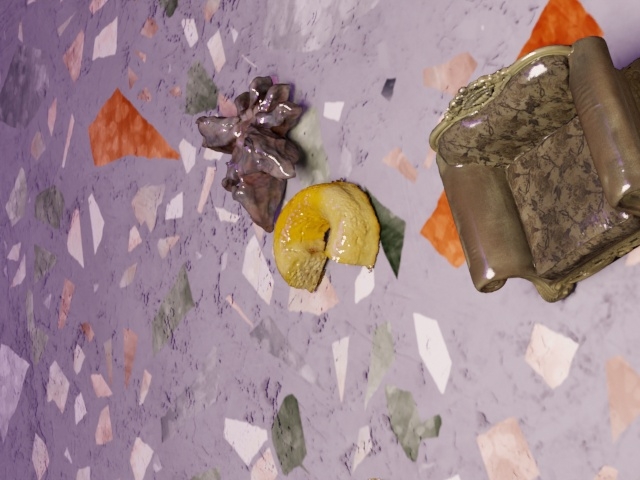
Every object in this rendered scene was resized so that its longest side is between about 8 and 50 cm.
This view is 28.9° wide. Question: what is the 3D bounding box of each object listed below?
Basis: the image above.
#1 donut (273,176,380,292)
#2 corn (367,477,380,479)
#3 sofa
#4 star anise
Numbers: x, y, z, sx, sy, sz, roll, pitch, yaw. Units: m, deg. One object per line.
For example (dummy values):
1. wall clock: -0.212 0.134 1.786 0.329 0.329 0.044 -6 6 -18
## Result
1. donut: -0.001 -0.012 1.729 0.181 0.078 0.146 -23 71 48
2. corn: 0.061 0.347 1.650 0.028 0.027 0.083 -113 40 -55
3. sofa: 0.242 -0.068 1.322 0.258 0.182 0.200 -38 59 45
4. star anise: -0.101 -0.141 1.847 0.198 0.110 0.257 -58 39 32
